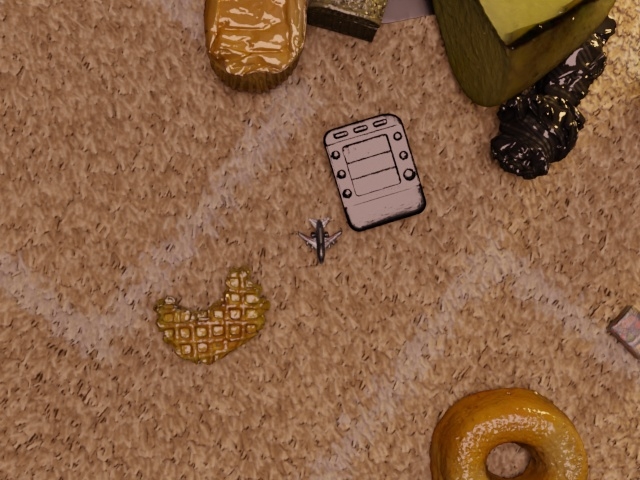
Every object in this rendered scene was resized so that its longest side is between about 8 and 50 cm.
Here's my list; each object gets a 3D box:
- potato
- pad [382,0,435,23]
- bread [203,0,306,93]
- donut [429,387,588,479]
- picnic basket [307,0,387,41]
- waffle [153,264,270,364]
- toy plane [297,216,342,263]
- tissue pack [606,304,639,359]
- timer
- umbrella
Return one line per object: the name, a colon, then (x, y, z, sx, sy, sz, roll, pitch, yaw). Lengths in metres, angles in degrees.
potato: (0.361, -0.389, 1.715, 0.280, 0.212, 0.330, -21, 53, -9)
pad: (0.204, -0.498, 1.805, 0.267, 0.004, 0.181, -11, 88, -4)
bread: (-0.113, -0.382, 1.718, 0.179, 0.133, 0.250, -2, 87, -1)
donut: (0.331, 0.386, 1.727, 0.278, 0.108, 0.277, 0, 87, -3)
picnic basket: (0.063, -0.463, 1.718, 0.134, 0.154, 0.196, 17, 89, 0)
waffle: (-0.187, 0.128, 1.738, 0.194, 0.051, 0.149, -35, 92, -3)
toy plane: (0.000, 0.000, 1.762, 0.079, 0.031, 0.083, -3, 88, -3)
tissue pack: (0.561, 0.163, 1.785, 0.063, 0.035, 0.083, -44, 89, -3)
timer: (0.095, -0.121, 1.763, 0.144, 0.055, 0.187, -17, 93, -2)
umbrella: (0.423, -0.259, 1.739, 0.336, 0.154, 0.128, -51, 131, -3)
